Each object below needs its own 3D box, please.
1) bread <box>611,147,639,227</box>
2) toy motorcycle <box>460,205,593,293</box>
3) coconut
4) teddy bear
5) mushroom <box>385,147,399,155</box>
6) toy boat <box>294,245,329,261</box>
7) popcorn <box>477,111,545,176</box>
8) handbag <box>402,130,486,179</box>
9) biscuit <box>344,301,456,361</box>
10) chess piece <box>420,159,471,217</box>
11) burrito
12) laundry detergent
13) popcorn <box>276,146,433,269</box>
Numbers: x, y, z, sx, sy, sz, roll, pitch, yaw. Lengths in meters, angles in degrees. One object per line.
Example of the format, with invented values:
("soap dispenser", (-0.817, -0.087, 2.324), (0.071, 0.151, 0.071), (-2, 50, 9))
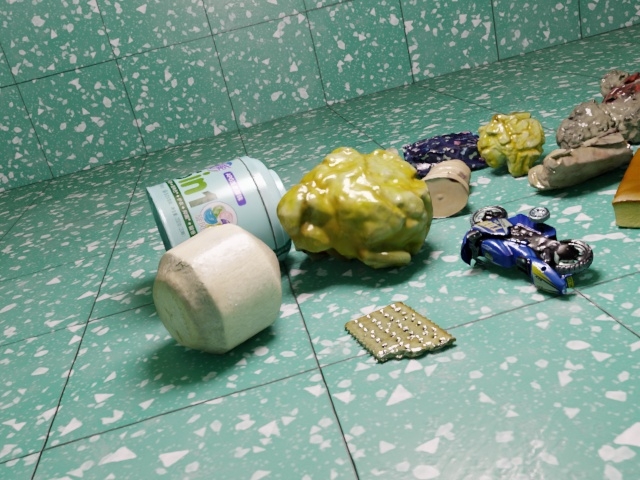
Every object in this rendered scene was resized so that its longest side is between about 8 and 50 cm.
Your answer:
("bread", (0.771, -0.131, 1.475), (0.138, 0.077, 0.361), (1, 26, 35))
("toy motorcycle", (0.395, 0.015, 1.310), (0.169, 0.113, 0.315), (-33, 34, -17))
("coconut", (-0.194, 0.091, 1.308), (0.266, 0.237, 0.237), (-33, 28, -30))
("teddy bear", (0.846, -0.374, 1.869), (0.368, 0.224, 0.357), (-20, 8, -11))
("mushroom", (0.232, -0.269, 2.158), (0.067, 0.083, 0.083), (26, 19, -10))
("toy boat", (0.001, 0.001, 1.625), (0.089, 0.071, 0.185), (4, 28, 37))
("popcorn", (0.544, -0.283, 1.848), (0.188, 0.167, 0.185), (11, 27, 21))
("handbag", (0.391, -0.266, 1.999), (0.260, 0.113, 0.162), (-13, 30, -4))
("biscuit", (0.138, 0.170, 1.196), (0.144, 0.016, 0.203), (-20, 21, -15))
("chess piece", (0.346, -0.163, 1.788), (0.139, 0.124, 0.307), (-40, 5, 27))
("burrito", (0.692, -0.211, 1.655), (0.348, 0.107, 0.175), (-18, -3, -20))
("laundry detergent", (-0.234, -0.044, 1.587), (0.305, 0.287, 0.287), (-21, 22, -16))
("popcorn", (0.088, -0.079, 1.480), (0.334, 0.293, 0.292), (-2, -8, 17))
